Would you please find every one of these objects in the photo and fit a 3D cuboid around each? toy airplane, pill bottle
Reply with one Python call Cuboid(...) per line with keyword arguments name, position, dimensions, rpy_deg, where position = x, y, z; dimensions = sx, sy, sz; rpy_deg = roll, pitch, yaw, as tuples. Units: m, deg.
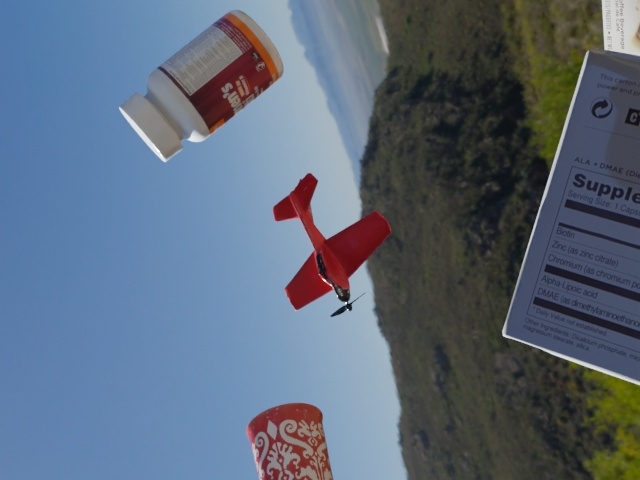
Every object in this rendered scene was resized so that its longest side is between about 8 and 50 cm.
Cuboid(name="toy airplane", position=(0.000, 0.000, 0.709), dimensions=(0.028, 0.151, 0.151), rpy_deg=(2, -117, -45))
Cuboid(name="pill bottle", position=(-0.171, -0.220, 1.073), dimensions=(0.121, 0.221, 0.121), rpy_deg=(47, 171, 10))

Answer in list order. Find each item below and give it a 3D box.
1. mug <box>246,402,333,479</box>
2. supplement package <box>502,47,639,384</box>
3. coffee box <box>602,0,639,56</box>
Cuboid(name="mug", position=(-0.020, 0.333, 1.041), dimensions=(0.150, 0.113, 0.169), rpy_deg=(26, -148, -38))
Cuboid(name="supplement package", position=(0.244, -0.011, 0.423), dimensions=(0.262, 0.204, 0.145), rpy_deg=(-23, -52, -63))
Cuboid(name="coffee box", position=(0.376, -0.153, 0.709), dimensions=(0.168, 0.118, 0.297), rpy_deg=(29, 137, 55))
